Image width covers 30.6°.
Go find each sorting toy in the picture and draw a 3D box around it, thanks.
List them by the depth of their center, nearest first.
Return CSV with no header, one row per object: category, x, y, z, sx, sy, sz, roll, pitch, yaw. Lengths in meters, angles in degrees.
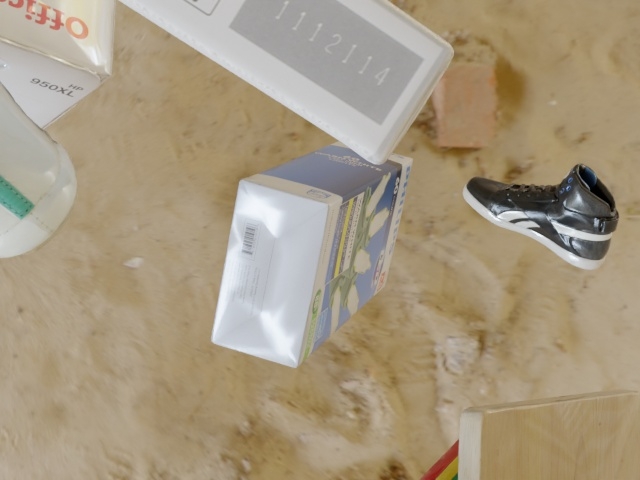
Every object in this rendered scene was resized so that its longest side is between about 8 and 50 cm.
sorting toy,0.185,0.267,1.056,0.255,0.089,0.257,2,90,-45

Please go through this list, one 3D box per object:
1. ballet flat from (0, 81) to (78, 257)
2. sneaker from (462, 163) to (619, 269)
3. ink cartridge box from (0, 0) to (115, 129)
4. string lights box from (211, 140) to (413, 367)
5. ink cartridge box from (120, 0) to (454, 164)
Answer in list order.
ballet flat,-0.230,-0.044,0.766,0.139,0.400,0.139,-2,95,-17
sneaker,0.302,-0.064,1.566,0.217,0.079,0.121,30,125,22
ink cartridge box,-0.371,-0.347,1.221,0.285,0.166,0.395,17,60,-37
string lights box,0.000,0.000,0.988,0.077,0.260,0.133,16,106,15
ink cartridge box,-0.103,-0.156,0.566,0.296,0.261,0.066,31,96,-17
